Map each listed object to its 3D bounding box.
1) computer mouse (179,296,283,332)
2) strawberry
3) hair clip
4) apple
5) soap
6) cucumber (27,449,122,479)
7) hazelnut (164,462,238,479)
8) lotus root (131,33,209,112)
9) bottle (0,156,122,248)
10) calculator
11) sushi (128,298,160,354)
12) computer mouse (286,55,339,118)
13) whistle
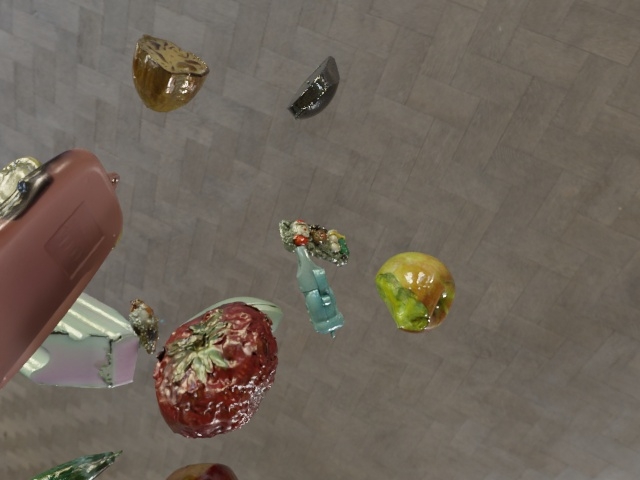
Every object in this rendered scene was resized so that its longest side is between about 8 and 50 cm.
[{"bbox_3d":[-0.233,0.202,1.214,0.288,0.159,0.097,-12,70,31],"label":"computer mouse"},{"bbox_3d":[-0.197,0.263,0.913,0.274,0.274,0.220,-16,128,27],"label":"strawberry"},{"bbox_3d":[0.002,-0.001,1.614,0.091,0.321,0.139,-34,56,35],"label":"hair clip"},{"bbox_3d":[0.278,0.155,1.411,0.226,0.246,0.246,24,125,39],"label":"apple"},{"bbox_3d":[-0.693,0.244,1.228,0.445,0.261,0.156,16,95,27],"label":"soap"},{"bbox_3d":[-0.332,0.304,0.586,0.037,0.155,0.037,51,153,39],"label":"cucumber"},{"bbox_3d":[-0.274,0.623,1.056,0.217,0.217,0.251,40,127,-2],"label":"hazelnut"},{"bbox_3d":[-0.453,-0.476,1.374,0.188,0.199,0.180,47,129,20],"label":"lotus root"},{"bbox_3d":[-0.706,-0.072,1.287,0.171,0.172,0.351,3,159,20],"label":"bottle"},{"bbox_3d":[-0.311,0.049,0.472,0.048,0.330,0.220,28,153,5],"label":"calculator"},{"bbox_3d":[-0.648,0.326,1.716,0.097,0.103,0.226,-8,111,4],"label":"sushi"},{"bbox_3d":[-0.009,-0.452,1.400,0.087,0.295,0.168,40,123,-20],"label":"computer mouse"},{"bbox_3d":[-0.011,0.145,1.289,0.093,0.186,0.274,-21,94,-9],"label":"whistle"}]
